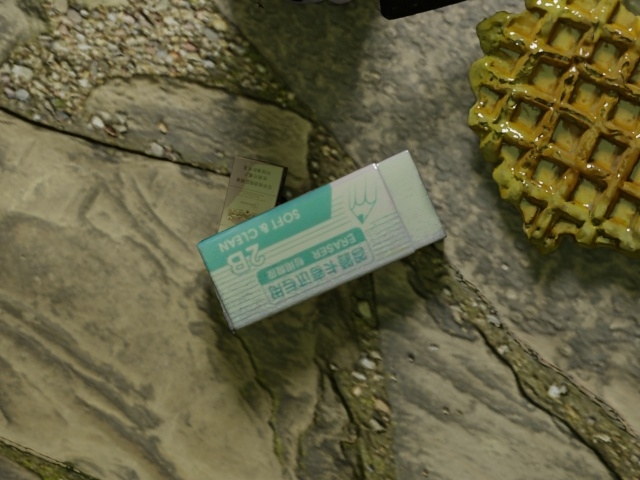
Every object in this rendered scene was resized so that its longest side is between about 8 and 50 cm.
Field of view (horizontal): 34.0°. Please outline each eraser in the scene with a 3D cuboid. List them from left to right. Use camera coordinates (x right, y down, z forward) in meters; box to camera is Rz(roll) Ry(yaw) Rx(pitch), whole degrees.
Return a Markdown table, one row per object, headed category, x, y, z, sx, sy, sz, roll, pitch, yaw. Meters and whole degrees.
| category | x | y | z | sx | sy | sz | roll | pitch | yaw |
| --- | --- | --- | --- | --- | --- | --- | --- | --- | --- |
| eraser | 0.000 | 0.000 | 1.012 | 0.225 | 0.052 | 0.095 | -24 | 93 | 4 |

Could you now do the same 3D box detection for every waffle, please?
| category | x | y | z | sx | sy | sz | roll | pitch | yaw |
| --- | --- | --- | --- | --- | --- | --- | --- | --- | --- |
| waffle | 0.272 | -0.122 | 0.964 | 0.291 | 0.051 | 0.291 | 1 | 96 | 10 |

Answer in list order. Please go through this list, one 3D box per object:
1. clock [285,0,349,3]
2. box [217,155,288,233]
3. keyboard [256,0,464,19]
| category | x | y | z | sx | sy | sz | roll | pitch | yaw |
| --- | --- | --- | --- | --- | --- | --- | --- | --- | --- |
| clock | -0.030 | -0.318 | 0.917 | 0.189 | 0.254 | 0.188 | 0 | 89 | 13 |
| box | -0.068 | -0.039 | 1.052 | 0.053 | 0.024 | 0.083 | 15 | 97 | 9 |
| keyboard | 0.128 | -0.256 | 0.928 | 0.381 | 0.103 | 0.041 | -13 | 50 | 0 |
